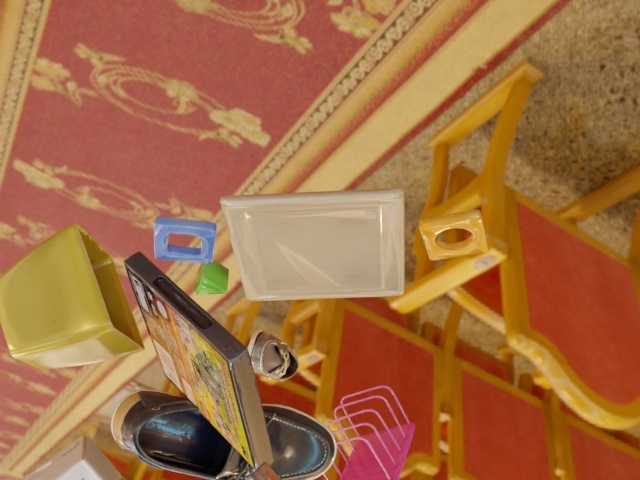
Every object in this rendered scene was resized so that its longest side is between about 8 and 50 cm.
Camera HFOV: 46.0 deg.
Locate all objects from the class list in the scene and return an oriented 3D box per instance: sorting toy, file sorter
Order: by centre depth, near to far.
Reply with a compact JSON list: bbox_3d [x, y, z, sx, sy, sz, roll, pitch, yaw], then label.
[{"bbox_3d":[0.000,0.000,0.804,0.348,0.047,0.196,-2,144,4],"label":"sorting toy"},{"bbox_3d":[0.129,0.590,2.244,0.202,0.290,0.182,-22,103,26],"label":"file sorter"}]

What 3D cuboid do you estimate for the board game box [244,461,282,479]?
[{"bbox_3d":[-0.017,0.348,0.866,0.201,0.035,0.136,46,175,10],"label":"board game box"}]

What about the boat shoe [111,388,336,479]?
[{"bbox_3d":[-0.184,0.426,1.581,0.500,0.186,0.156,18,175,-23],"label":"boat shoe"}]

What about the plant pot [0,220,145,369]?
[{"bbox_3d":[-0.466,0.123,1.372,0.187,0.212,0.212,-23,162,-5],"label":"plant pot"}]

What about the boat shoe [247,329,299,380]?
[{"bbox_3d":[-0.124,0.308,1.960,0.097,0.116,0.324,16,167,10],"label":"boat shoe"}]

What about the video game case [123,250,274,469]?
[{"bbox_3d":[-0.171,0.176,1.077,0.248,0.035,0.274,36,147,34],"label":"video game case"}]

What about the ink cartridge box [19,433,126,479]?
[{"bbox_3d":[-0.435,0.557,1.397,0.307,0.223,0.129,56,171,-14],"label":"ink cartridge box"}]
